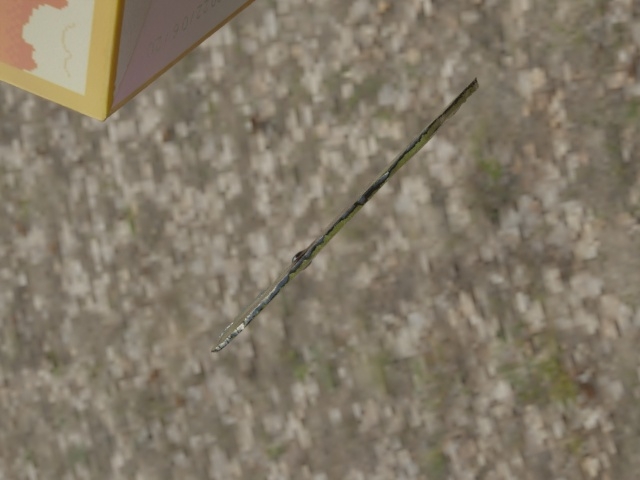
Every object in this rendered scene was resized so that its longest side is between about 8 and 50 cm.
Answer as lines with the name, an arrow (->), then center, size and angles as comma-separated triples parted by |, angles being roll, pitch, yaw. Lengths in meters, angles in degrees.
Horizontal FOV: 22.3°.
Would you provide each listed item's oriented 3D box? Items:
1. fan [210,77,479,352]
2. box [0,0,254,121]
fan -> 0.001, 0.001, 0.994 | 0.011, 0.229, 0.335 | 45, 149, -1
box -> -0.153, -0.278, 1.116 | 0.213, 0.283, 0.260 | 21, 125, 14
